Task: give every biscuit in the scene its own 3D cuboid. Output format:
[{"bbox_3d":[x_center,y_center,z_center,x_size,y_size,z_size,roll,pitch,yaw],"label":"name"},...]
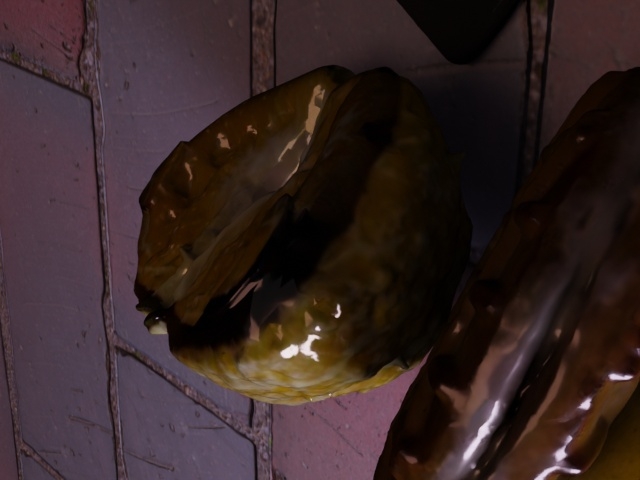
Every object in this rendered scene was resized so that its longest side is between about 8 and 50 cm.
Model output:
[{"bbox_3d":[0.141,0.044,0.711,0.103,0.332,0.332,28,131,7],"label":"biscuit"}]

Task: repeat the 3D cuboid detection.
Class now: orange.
[{"bbox_3d":[0.000,0.000,0.918,0.271,0.210,0.369,-57,23,-1],"label":"orange"}]

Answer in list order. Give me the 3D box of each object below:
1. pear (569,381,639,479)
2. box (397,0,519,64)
[{"bbox_3d":[0.273,0.110,0.674,0.267,0.267,0.178,-3,75,52],"label":"pear"},{"bbox_3d":[0.105,-0.214,0.875,0.125,0.027,0.126,54,138,18],"label":"box"}]
